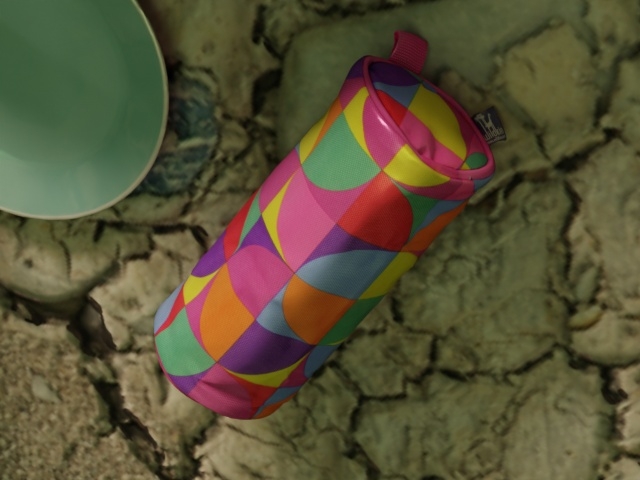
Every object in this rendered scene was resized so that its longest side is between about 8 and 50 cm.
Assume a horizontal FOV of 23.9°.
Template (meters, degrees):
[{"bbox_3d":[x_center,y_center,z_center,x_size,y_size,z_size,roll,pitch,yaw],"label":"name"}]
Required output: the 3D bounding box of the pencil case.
[{"bbox_3d":[0.000,0.000,0.855,0.104,0.104,0.236,39,119,-4],"label":"pencil case"}]

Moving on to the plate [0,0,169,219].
[{"bbox_3d":[-0.174,-0.101,0.901,0.188,0.024,0.188,8,119,15],"label":"plate"}]
